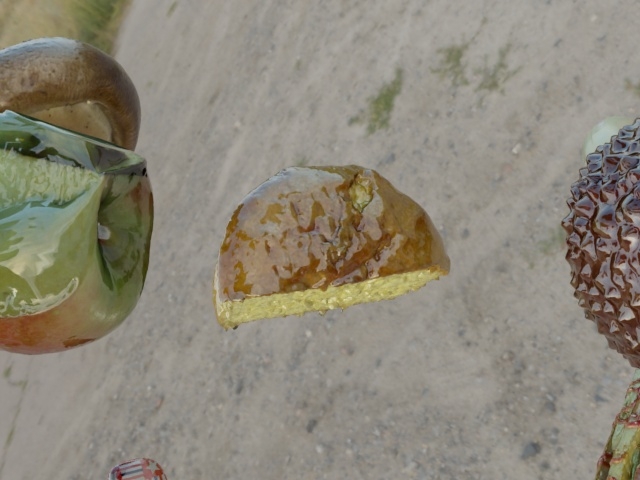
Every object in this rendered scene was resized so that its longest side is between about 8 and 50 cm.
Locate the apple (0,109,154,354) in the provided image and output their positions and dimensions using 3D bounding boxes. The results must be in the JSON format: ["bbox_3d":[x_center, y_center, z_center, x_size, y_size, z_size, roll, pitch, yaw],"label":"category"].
[{"bbox_3d":[-0.236,-0.009,0.595,0.188,0.173,0.207,3,47,8],"label":"apple"}]

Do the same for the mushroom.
[{"bbox_3d":[-0.367,-0.169,1.031,0.253,0.253,0.153,-40,59,30],"label":"mushroom"}]

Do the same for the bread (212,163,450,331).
[{"bbox_3d":[0.000,0.000,1.042,0.194,0.340,0.178,131,127,-61],"label":"bread"}]

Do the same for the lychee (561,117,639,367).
[{"bbox_3d":[0.351,0.011,0.660,0.276,0.304,0.275,-8,73,28],"label":"lychee"}]

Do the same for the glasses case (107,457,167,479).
[{"bbox_3d":[-0.199,0.353,0.883,0.049,0.073,0.194,-46,56,58],"label":"glasses case"}]

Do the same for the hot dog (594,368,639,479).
[{"bbox_3d":[0.321,0.201,0.744,0.250,0.076,0.104,-48,1,-34],"label":"hot dog"}]

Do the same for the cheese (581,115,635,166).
[{"bbox_3d":[0.376,-0.061,0.909,0.071,0.163,0.249,-45,-2,36],"label":"cheese"}]
